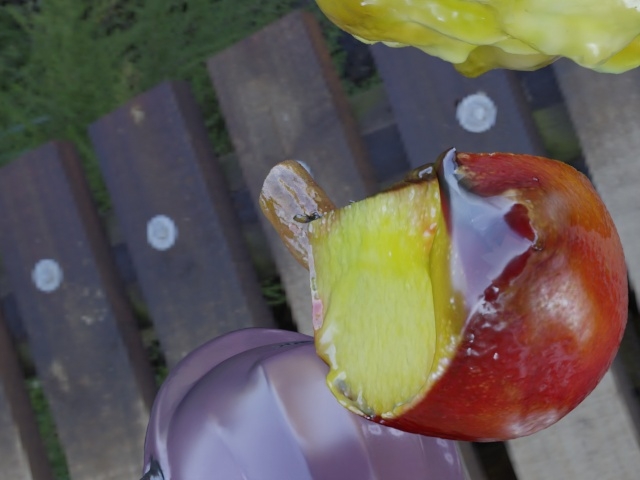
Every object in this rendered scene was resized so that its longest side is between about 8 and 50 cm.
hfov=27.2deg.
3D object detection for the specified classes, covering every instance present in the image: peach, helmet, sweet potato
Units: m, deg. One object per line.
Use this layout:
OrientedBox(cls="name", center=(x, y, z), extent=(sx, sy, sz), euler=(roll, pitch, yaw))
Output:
OrientedBox(cls="peach", center=(0.100, 0.037, 0.772), extent=(0.267, 0.154, 0.158), euler=(154, 114, -66))
OrientedBox(cls="helmet", center=(0.004, 0.204, 1.071), extent=(0.197, 0.271, 0.338), euler=(135, 127, -60))
OrientedBox(cls="sweet potato", center=(0.000, 0.000, 1.923), extent=(0.097, 0.097, 0.251), euler=(-37, 82, 29))

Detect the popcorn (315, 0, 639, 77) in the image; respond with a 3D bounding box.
OrientedBox(cls="popcorn", center=(0.093, -0.160, 0.486), extent=(0.225, 0.249, 0.249), euler=(18, 105, -12))
